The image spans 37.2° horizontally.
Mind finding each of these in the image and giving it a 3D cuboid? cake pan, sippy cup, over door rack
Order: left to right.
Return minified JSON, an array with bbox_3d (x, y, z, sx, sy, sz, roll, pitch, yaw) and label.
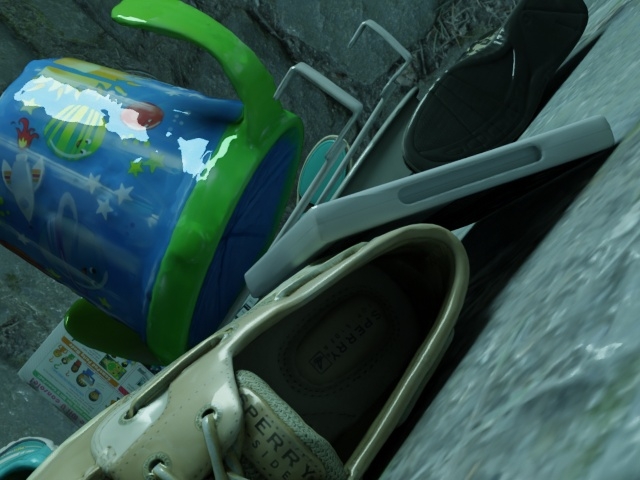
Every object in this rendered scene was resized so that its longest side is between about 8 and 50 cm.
[{"bbox_3d":[-0.161,-0.042,0.807,0.240,0.224,0.305,14,-80,-84],"label":"sippy cup"},{"bbox_3d":[0.000,0.000,0.789,0.239,0.108,0.324,-54,-14,-66],"label":"over door rack"},{"bbox_3d":[0.044,-0.036,1.064,0.293,0.054,0.293,-55,-2,-3],"label":"cake pan"}]

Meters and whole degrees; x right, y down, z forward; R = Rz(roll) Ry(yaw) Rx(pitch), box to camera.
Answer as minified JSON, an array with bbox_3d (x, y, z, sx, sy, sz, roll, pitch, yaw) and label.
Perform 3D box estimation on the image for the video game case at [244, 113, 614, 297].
[{"bbox_3d":[0.052,-0.015,0.562,0.173,0.022,0.190,-18,-7,-17],"label":"video game case"}]

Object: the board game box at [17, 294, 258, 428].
[{"bbox_3d":[-0.206,0.131,1.229,0.303,0.224,0.097,-46,4,15],"label":"board game box"}]

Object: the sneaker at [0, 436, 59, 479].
[{"bbox_3d":[-0.399,0.329,1.056,0.275,0.107,0.110,-48,13,-14],"label":"sneaker"}]

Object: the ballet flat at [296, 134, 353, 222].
[{"bbox_3d":[0.003,-0.057,1.512,0.086,0.086,0.248,-54,-16,-66],"label":"ballet flat"}]

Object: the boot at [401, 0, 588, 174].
[{"bbox_3d":[0.145,-0.123,0.908,0.236,0.085,0.178,-49,-1,-19],"label":"boot"}]

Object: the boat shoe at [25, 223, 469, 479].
[{"bbox_3d":[-0.038,0.093,0.400,0.302,0.109,0.098,-42,-1,-36],"label":"boat shoe"}]
